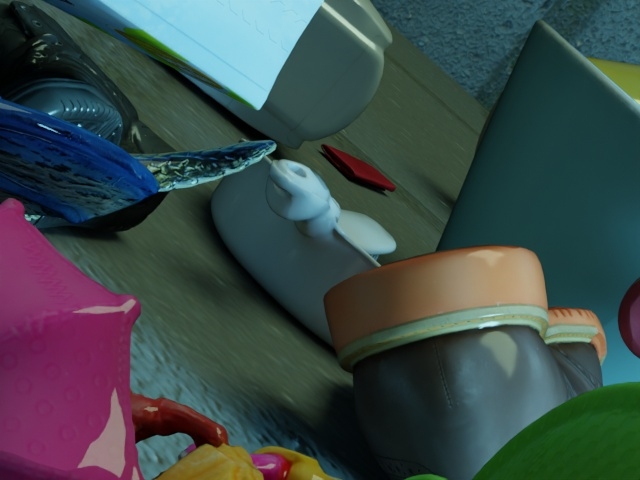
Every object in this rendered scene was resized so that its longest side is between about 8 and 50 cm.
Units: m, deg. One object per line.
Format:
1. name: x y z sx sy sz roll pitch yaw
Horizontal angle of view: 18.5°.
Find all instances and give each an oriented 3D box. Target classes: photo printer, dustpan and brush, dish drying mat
1. photo printer: -0.088 -0.196 1.220 0.256 0.107 0.307 39 10 -17
2. dustpan and brush: 0.000 0.000 0.823 0.147 0.060 0.211 44 9 15
3. dish drying mat: 0.025 -0.047 1.311 0.032 0.008 0.083 44 10 19

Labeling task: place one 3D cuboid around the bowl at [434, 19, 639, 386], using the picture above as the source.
1. bowl: 0.178 0.044 1.035 0.311 0.163 0.311 41 9 -7

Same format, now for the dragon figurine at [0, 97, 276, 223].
1. dragon figurine: -0.096 -0.015 0.423 0.289 0.085 0.144 30 15 -50

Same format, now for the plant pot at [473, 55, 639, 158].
1. plant pot: 0.261 -0.036 1.575 0.239 0.254 0.254 17 21 -29

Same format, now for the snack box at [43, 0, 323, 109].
1. snack box: -0.115 -0.131 0.577 0.207 0.070 0.174 31 -1 40

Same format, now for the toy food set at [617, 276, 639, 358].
1. toy food set: 0.170 0.097 0.805 0.111 0.232 0.104 -1 2 12

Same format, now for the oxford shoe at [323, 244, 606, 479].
1. oxford shoe: 0.062 0.075 0.736 0.271 0.097 0.098 32 44 -71

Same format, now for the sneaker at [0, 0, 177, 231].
1. sneaker: -0.100 -0.047 0.677 0.089 0.051 0.170 44 5 13

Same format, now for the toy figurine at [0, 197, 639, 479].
1. toy figurine: -0.031 0.052 0.372 0.159 0.130 0.173 28 -9 -19
